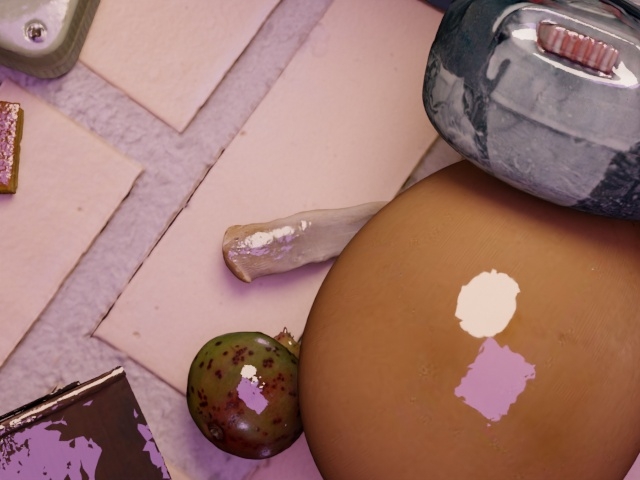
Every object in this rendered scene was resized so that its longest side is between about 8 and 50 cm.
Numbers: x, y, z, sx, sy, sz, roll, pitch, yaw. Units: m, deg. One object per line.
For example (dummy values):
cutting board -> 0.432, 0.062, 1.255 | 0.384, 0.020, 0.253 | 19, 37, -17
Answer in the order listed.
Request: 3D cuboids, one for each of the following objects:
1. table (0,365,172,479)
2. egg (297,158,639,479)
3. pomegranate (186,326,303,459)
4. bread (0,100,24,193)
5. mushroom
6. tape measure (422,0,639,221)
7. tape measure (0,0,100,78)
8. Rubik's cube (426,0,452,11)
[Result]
table -> -0.213, 0.276, 0.729 | 0.196, 0.250, 0.282 | -24, 89, -26
egg -> 0.143, 0.092, 0.783 | 0.301, 0.301, 0.374 | 37, 62, -2
pomegranate -> -0.061, 0.140, 0.845 | 0.130, 0.130, 0.130 | 1, 84, -7
bread -> -0.343, -0.092, 0.876 | 0.094, 0.035, 0.090 | 4, 84, -7
mushroom -> 0.000, -0.004, 0.905 | 0.202, 0.054, 0.059 | -12, 92, -13
tape measure -> 0.223, -0.126, 0.715 | 0.275, 0.256, 0.147 | 17, 118, -1
tape measure -> -0.329, -0.282, 0.858 | 0.235, 0.115, 0.207 | 19, 85, -4
Rubik's cube -> 0.122, -0.455, 0.812 | 0.344, 0.347, 0.347 | 26, 81, -3
